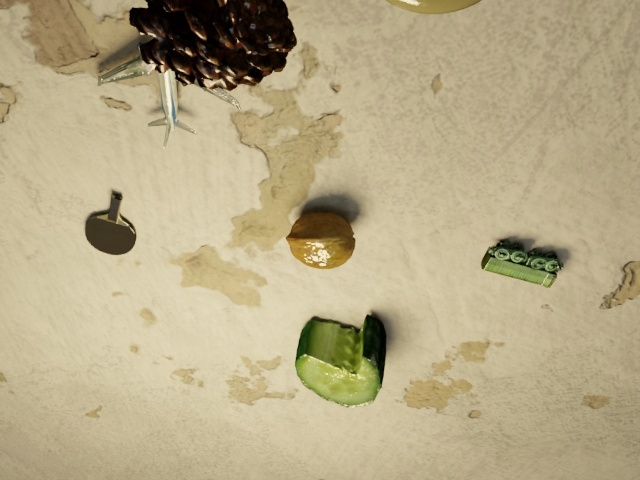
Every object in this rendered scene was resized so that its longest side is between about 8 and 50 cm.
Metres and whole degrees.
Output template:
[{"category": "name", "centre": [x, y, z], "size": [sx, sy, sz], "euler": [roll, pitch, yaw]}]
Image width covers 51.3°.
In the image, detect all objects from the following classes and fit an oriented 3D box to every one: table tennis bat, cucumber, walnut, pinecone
[{"category": "table tennis bat", "centre": [-0.387, -0.026, 1.240], "size": [0.095, 0.014, 0.158], "euler": [17, 134, -10]}, {"category": "cucumber", "centre": [0.047, 0.248, 1.399], "size": [0.191, 0.130, 0.191], "euler": [5, 129, 7]}, {"category": "walnut", "centre": [0.000, 0.000, 1.177], "size": [0.124, 0.105, 0.105], "euler": [0, 133, 6]}, {"category": "pinecone", "centre": [-0.142, -0.288, 0.840], "size": [0.221, 0.221, 0.221], "euler": [2, 133, 2]}]

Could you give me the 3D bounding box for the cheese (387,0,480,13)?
[{"category": "cheese", "centre": [0.135, -0.367, 0.825], "size": [0.203, 0.091, 0.175], "euler": [-4, 131, 9]}]

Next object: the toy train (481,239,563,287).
[{"category": "toy train", "centre": [0.371, 0.043, 1.229], "size": [0.148, 0.038, 0.071], "euler": [15, 132, -9]}]

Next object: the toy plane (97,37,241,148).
[{"category": "toy plane", "centre": [-0.228, -0.245, 0.992], "size": [0.226, 0.058, 0.226], "euler": [10, 130, 2]}]
